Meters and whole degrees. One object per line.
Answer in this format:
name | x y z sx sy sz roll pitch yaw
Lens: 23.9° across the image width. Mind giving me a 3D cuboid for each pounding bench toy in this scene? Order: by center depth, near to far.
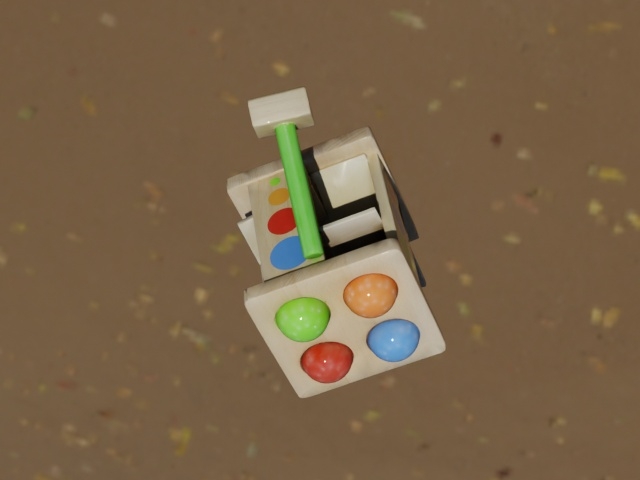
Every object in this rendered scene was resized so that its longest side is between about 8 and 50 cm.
pounding bench toy | 0.000 0.000 0.482 0.052 0.065 0.083 -20 134 9
